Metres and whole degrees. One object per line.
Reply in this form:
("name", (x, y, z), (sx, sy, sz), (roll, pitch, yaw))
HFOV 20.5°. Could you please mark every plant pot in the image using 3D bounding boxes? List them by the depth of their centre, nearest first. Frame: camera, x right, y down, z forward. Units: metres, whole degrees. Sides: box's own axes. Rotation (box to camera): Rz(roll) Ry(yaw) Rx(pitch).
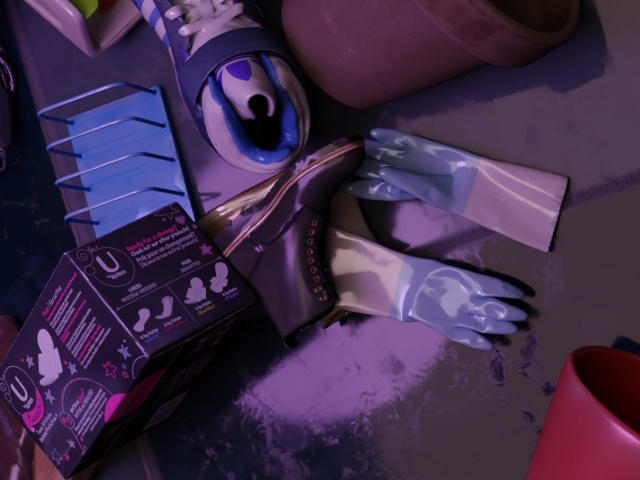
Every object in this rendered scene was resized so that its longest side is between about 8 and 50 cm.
("plant pot", (0.301, 0.270, 1.662), (0.275, 0.275, 0.243), (31, 109, 16))
("plant pot", (0.090, -0.245, 1.746), (0.229, 0.263, 0.263), (-35, 79, 33))

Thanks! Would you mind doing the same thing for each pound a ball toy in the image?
("pound a ball toy", (-0.260, -0.344, 1.925), (0.319, 0.136, 0.208), (40, 76, 15))

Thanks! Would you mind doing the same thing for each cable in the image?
("cable", (-0.414, -0.153, 2.006), (0.150, 0.047, 0.184), (-11, 82, 26))

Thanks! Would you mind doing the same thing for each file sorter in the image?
("file sorter", (-0.220, -0.074, 1.901), (0.118, 0.104, 0.170), (-18, 81, 17))

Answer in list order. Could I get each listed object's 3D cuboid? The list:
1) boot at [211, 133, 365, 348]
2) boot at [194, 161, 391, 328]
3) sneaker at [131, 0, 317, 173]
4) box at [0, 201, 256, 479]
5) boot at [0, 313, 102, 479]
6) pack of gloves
("boot", (0.000, 0.000, 1.763), (0.198, 0.077, 0.137), (-42, 74, 29))
("boot", (-0.038, 0.022, 1.859), (0.213, 0.077, 0.165), (-29, 83, 13))
("sneaker", (-0.099, -0.217, 1.746), (0.130, 0.236, 0.323), (-25, 117, -11))
("box", (-0.206, 0.102, 1.819), (0.142, 0.163, 0.247), (50, 136, 12))
("boot", (-0.354, 0.234, 1.974), (0.207, 0.090, 0.248), (43, 104, 26))
("pack of gloves", (0.114, -0.004, 1.783), (0.232, 0.046, 0.195), (15, 84, 5))
